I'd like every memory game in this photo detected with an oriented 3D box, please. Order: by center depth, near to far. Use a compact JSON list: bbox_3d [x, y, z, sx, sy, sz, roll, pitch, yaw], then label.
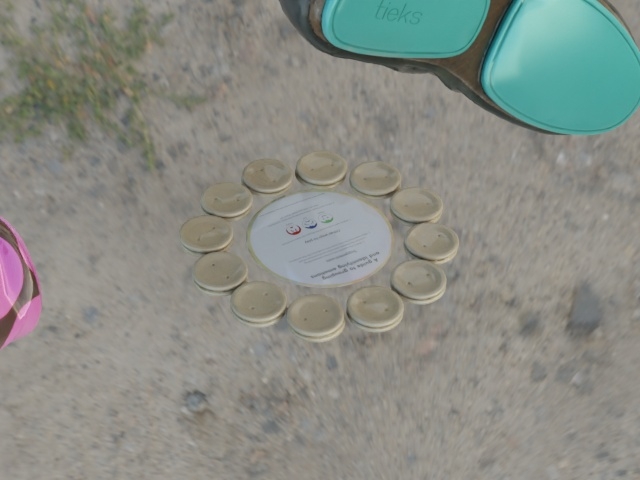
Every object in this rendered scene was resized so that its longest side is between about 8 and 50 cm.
[{"bbox_3d":[0.000,0.000,0.956,0.186,0.012,0.186,1,41,-1],"label":"memory game"}]

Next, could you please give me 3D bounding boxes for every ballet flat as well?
[{"bbox_3d":[0.081,-0.135,0.827,0.096,0.280,0.095,47,113,42],"label":"ballet flat"}]

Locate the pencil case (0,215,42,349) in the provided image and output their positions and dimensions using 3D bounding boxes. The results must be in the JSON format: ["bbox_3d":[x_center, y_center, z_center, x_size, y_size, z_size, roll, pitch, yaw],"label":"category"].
[{"bbox_3d":[-0.257,0.045,0.772,0.095,0.209,0.098,14,120,36],"label":"pencil case"}]
